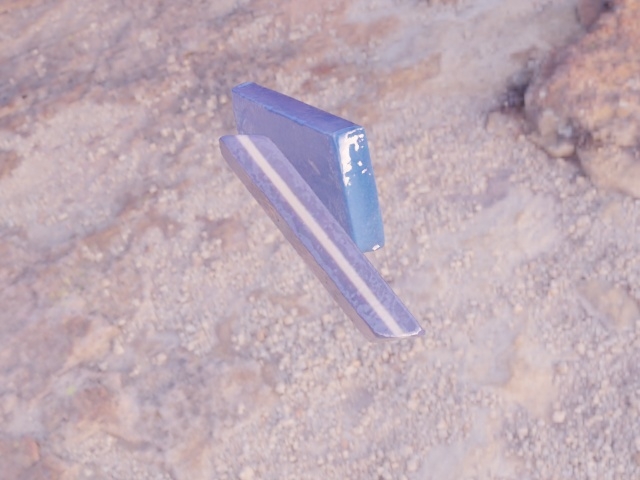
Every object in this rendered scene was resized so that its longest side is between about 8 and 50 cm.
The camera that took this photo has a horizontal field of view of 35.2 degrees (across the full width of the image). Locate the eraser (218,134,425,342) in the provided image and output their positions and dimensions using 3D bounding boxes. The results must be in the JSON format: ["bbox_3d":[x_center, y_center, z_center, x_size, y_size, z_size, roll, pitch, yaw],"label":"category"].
[{"bbox_3d":[0.000,0.000,0.824,0.036,0.082,0.225,-38,87,-7],"label":"eraser"}]

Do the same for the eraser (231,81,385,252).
[{"bbox_3d":[-0.025,-0.093,1.185,0.043,0.144,0.312,-20,25,-20],"label":"eraser"}]
